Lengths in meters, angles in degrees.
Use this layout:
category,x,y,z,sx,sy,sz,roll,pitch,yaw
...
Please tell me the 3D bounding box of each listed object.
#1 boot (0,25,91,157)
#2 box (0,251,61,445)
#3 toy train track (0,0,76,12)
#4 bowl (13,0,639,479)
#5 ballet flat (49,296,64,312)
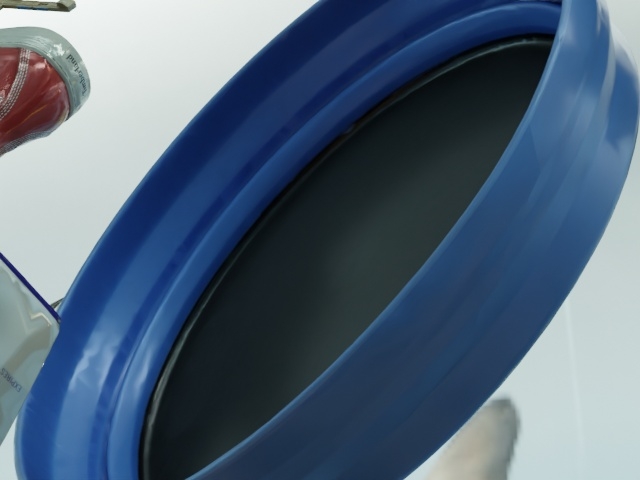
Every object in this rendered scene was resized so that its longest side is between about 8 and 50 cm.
category,x,y,z,sx,sy,sz,roll,pitch,yaw
boot,-0.293,-0.067,1.151,0.244,0.176,0.088,-1,-55,37
box,-0.176,0.018,0.555,0.137,0.072,0.126,-6,-46,39
toy train track,-0.203,-0.164,1.178,0.083,0.048,0.014,8,-56,27
bowl,0.000,0.000,0.898,0.391,0.391,0.077,-35,-64,31
ballet flat,-0.141,0.089,1.223,0.095,0.280,0.096,-6,-59,-21
